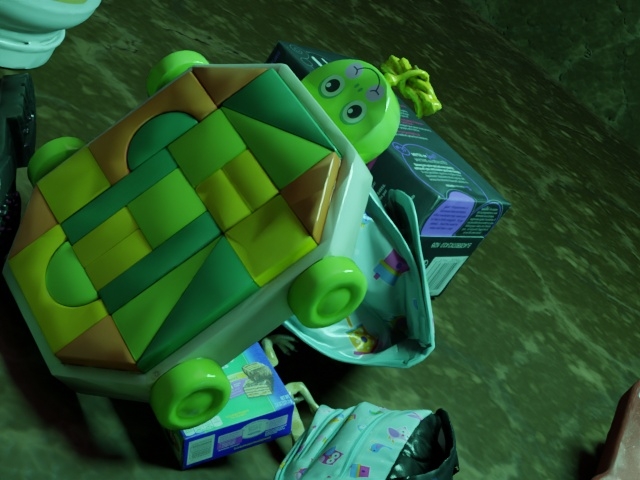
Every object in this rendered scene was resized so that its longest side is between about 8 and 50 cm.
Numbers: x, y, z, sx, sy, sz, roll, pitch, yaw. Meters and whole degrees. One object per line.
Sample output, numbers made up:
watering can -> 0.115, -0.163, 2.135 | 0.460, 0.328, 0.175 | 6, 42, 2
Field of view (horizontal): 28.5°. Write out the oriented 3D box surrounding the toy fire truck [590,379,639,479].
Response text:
toy fire truck -> 0.394, 0.273, 1.214 | 0.302, 0.169, 0.254 | 35, 48, -1

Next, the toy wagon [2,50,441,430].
toy wagon -> -0.070, -0.036, 0.929 | 0.267, 0.344, 0.068 | 54, 1, 35

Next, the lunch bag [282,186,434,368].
lunch bag -> 0.000, 0.000, 1.121 | 0.262, 0.160, 0.223 | 43, 1, -4

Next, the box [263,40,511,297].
box -> 0.043, -0.075, 1.370 | 0.270, 0.143, 0.165 | 48, 24, 27

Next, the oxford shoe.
oxford shoe -> -0.284, -0.047, 0.990 | 0.096, 0.083, 0.227 | 0, 40, -4

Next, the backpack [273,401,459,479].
backpack -> 0.031, 0.184, 0.862 | 0.115, 0.152, 0.182 | 8, 30, 17

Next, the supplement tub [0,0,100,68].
supplement tub -> -0.283, -0.350, 1.232 | 0.228, 0.316, 0.228 | 29, 24, -15

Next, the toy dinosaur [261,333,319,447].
toy dinosaur -> -0.057, 0.107, 1.013 | 0.183, 0.053, 0.092 | 38, 25, 6

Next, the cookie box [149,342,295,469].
cookie box -> -0.083, 0.108, 0.947 | 0.092, 0.040, 0.107 | -15, 48, -25
